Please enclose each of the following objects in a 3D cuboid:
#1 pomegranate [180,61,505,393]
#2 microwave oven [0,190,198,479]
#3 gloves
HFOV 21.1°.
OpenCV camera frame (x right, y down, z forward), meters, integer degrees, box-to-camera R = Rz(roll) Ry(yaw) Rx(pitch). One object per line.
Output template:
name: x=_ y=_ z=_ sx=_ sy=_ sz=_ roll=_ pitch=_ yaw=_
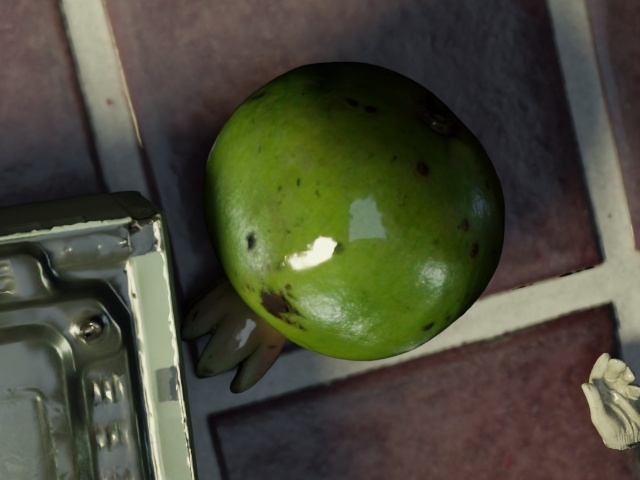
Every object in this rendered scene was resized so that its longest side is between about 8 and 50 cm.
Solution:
pomegranate: x=0.001 y=0.002 z=1.035 sx=0.187 sy=0.187 sz=0.225 roll=41 pitch=117 yaw=-14
microwave oven: x=-0.181 y=0.135 z=0.997 sx=0.237 sy=0.181 sz=0.295 roll=-8 pitch=99 yaw=-12
gloves: x=0.196 y=0.113 z=1.151 sx=0.044 sy=0.037 sz=0.081 roll=-17 pitch=120 yaw=-29
